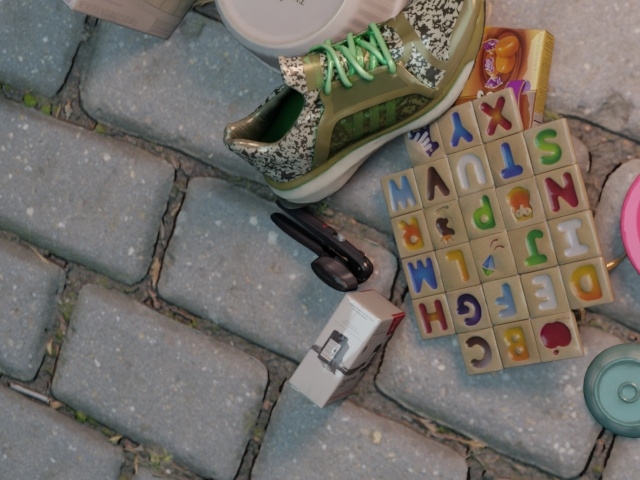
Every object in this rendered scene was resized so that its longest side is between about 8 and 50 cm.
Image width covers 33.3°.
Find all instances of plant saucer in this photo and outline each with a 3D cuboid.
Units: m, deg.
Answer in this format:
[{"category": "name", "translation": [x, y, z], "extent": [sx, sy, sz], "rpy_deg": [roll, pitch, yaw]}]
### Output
[{"category": "plant saucer", "translation": [0.386, 0.188, 1.336], "extent": [0.119, 0.021, 0.119], "rpy_deg": [0, 90, 24]}]

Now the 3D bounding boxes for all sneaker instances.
[{"category": "sneaker", "translation": [0.035, -0.202, 1.370], "extent": [0.410, 0.182, 0.158], "rpy_deg": [-42, 52, 24]}]

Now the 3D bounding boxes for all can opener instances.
[{"category": "can opener", "translation": [0.000, 0.000, 1.490], "extent": [0.186, 0.073, 0.059], "rpy_deg": [44, 115, 27]}]

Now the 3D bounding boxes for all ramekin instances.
[{"category": "ramekin", "translation": [-0.024, -0.359, 1.459], "extent": [0.273, 0.127, 0.273], "rpy_deg": [0, 90, 24]}]

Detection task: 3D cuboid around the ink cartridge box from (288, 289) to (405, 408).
[{"category": "ink cartridge box", "translation": [0.036, 0.145, 1.444], "extent": [0.063, 0.109, 0.150], "rpy_deg": [37, 104, 17]}]

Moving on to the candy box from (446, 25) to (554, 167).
[{"category": "candy box", "translation": [0.232, -0.179, 1.386], "extent": [0.109, 0.053, 0.186], "rpy_deg": [10, 93, 25]}]

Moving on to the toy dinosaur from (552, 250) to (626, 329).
[{"category": "toy dinosaur", "translation": [0.303, 0.065, 1.356], "extent": [0.183, 0.053, 0.092], "rpy_deg": [-13, 84, 24]}]

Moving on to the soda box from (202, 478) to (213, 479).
[{"category": "soda box", "translation": [-0.172, 0.440, 1.568], "extent": [0.060, 0.053, 0.169], "rpy_deg": [-19, 82, 24]}]

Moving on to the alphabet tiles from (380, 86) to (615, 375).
[{"category": "alphabet tiles", "translation": [0.215, -0.005, 1.361], "extent": [0.285, 0.011, 0.342], "rpy_deg": [-16, 88, 39]}]

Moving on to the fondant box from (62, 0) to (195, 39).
[{"category": "fondant box", "translation": [-0.211, -0.452, 1.482], "extent": [0.096, 0.238, 0.330], "rpy_deg": [44, 107, 18]}]

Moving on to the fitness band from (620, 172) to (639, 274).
[{"category": "fitness band", "translation": [0.497, 0.006, 1.268], "extent": [0.291, 0.054, 0.209], "rpy_deg": [41, 106, 20]}]
